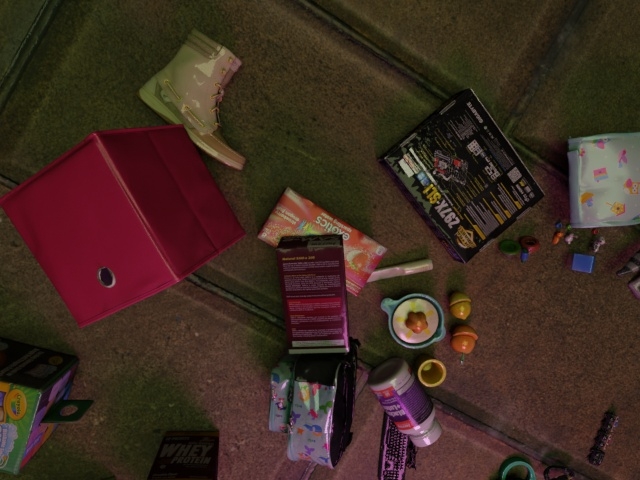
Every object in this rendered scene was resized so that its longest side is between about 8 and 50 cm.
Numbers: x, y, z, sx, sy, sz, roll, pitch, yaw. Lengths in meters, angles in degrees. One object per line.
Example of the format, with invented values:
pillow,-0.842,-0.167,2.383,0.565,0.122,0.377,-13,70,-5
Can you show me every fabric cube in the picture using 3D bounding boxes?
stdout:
fabric cube,-0.346,-0.038,0.801,0.254,0.259,0.258,-23,100,21

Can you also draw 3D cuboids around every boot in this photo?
boot,-0.222,-0.295,0.912,0.262,0.095,0.203,39,89,-6

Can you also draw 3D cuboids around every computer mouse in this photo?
computer mouse,0.561,0.651,1.128,0.242,0.041,0.071,-16,96,-6

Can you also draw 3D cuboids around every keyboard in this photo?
keyboard,0.204,0.530,1.089,0.100,0.038,0.191,3,97,-9

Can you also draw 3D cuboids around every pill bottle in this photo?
pill bottle,0.206,0.389,1.031,0.108,0.108,0.193,-33,95,-3

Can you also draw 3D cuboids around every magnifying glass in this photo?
magnifying glass,0.569,0.681,1.163,0.092,0.026,0.231,-41,101,-2

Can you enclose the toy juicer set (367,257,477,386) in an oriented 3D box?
toy juicer set,0.257,0.169,1.026,0.209,0.089,0.328,-32,96,0

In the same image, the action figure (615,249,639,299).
action figure,0.885,-0.028,1.034,0.179,0.341,0.330,27,83,29

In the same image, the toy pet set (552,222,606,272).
toy pet set,0.658,0.019,1.083,0.122,0.065,0.114,7,95,-8

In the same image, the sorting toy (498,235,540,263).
sorting toy,0.497,0.027,1.073,0.102,0.061,0.042,-13,132,0

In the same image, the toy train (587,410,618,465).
toy train,0.778,0.543,1.177,0.036,0.027,0.158,18,94,-13

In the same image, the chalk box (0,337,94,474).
chalk box,-0.629,0.330,0.876,0.289,0.180,0.179,19,93,-8

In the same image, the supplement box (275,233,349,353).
supplement box,-0.011,0.111,0.878,0.131,0.073,0.239,-2,111,5

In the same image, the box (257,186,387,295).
box,0.000,0.000,0.955,0.257,0.122,0.128,32,91,-8

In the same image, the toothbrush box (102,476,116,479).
toothbrush box,-0.590,0.650,0.903,0.284,0.206,0.122,-11,98,-8

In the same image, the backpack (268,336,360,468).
backpack,-0.009,0.354,0.948,0.191,0.225,0.253,-1,99,14

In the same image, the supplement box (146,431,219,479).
supplement box,-0.298,0.558,0.940,0.129,0.194,0.191,3,96,-8

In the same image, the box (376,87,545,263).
box,0.332,-0.147,1.013,0.257,0.079,0.322,-41,100,0

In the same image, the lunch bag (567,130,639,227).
lunch bag,0.698,-0.146,1.026,0.263,0.160,0.223,-7,98,-13
